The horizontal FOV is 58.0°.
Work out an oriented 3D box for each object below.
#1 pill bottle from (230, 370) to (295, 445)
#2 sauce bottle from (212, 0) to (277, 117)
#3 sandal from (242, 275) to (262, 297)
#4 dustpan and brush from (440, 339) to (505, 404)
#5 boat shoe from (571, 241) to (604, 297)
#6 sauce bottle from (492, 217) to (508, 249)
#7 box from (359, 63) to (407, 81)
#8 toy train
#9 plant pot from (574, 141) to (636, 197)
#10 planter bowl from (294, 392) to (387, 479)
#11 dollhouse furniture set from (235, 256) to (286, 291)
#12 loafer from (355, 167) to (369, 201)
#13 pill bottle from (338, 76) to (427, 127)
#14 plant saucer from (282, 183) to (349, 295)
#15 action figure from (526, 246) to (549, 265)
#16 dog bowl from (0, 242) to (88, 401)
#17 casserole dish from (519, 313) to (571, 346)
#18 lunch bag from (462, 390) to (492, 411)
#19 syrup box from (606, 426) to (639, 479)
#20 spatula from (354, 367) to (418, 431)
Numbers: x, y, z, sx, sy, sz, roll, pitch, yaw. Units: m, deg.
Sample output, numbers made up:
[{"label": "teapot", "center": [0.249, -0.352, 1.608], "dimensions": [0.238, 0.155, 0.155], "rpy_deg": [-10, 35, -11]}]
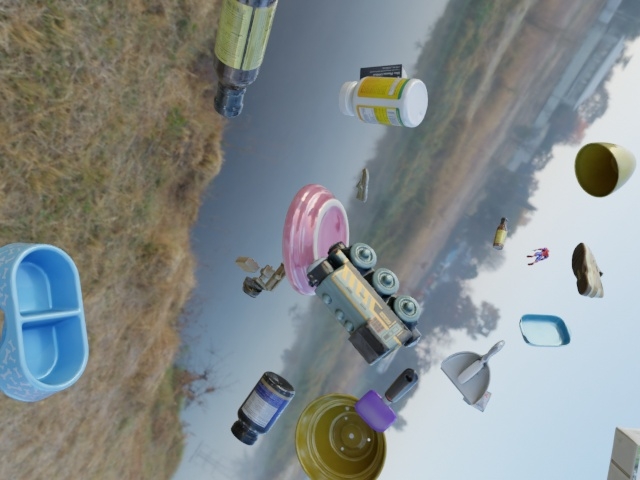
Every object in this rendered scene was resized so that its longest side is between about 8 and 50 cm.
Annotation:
[{"label": "pill bottle", "center": [-0.190, 0.542, 1.861], "dimensions": [0.219, 0.123, 0.123], "rpy_deg": [-55, 170, 2]}, {"label": "sauce bottle", "center": [-0.176, -0.416, 1.251], "dimensions": [0.111, 0.111, 0.344], "rpy_deg": [-52, 174, -40]}, {"label": "sandal", "center": [-0.242, 0.178, 2.073], "dimensions": [0.060, 0.090, 0.219], "rpy_deg": [-62, -175, 5]}, {"label": "dustpan and brush", "center": [0.441, 0.346, 1.609], "dimensions": [0.211, 0.147, 0.060], "rpy_deg": [-48, 154, 19]}, {"label": "boat shoe", "center": [0.760, 0.088, 1.631], "dimensions": [0.068, 0.072, 0.190], "rpy_deg": [110, -4, -51]}, {"label": "sauce bottle", "center": [0.677, -0.027, 2.161], "dimensions": [0.042, 0.042, 0.128], "rpy_deg": [94, 17, -68]}, {"label": "box", "center": [0.223, -0.534, 2.065], "dimensions": [0.093, 0.156, 0.158], "rpy_deg": [29, 62, -69]}, {"label": "toy train", "center": [0.109, 0.154, 1.473], "dimensions": [0.190, 0.334, 0.142], "rpy_deg": [-32, 167, -38]}, {"label": "plant pot", "center": [0.698, -0.179, 1.390], "dimensions": [0.095, 0.134, 0.134], "rpy_deg": [-15, 151, -18]}, {"label": "planter bowl", "center": [0.058, 0.450, 1.307], "dimensions": [0.217, 0.217, 0.090], "rpy_deg": [-62, 157, 5]}, {"label": "dollhouse furniture set", "center": [-0.185, 0.078, 1.957], "dimensions": [0.123, 0.151, 0.144], "rpy_deg": [-51, -161, -17]}, {"label": "loafer", "center": [0.180, -0.242, 2.504], "dimensions": [0.056, 0.050, 0.148], "rpy_deg": [-9, 104, -74]}, {"label": "pill bottle", "center": [0.153, -0.353, 1.462], "dimensions": [0.117, 0.208, 0.118], "rpy_deg": [-23, 119, -49]}, {"label": "plant saucer", "center": [0.000, 0.000, 1.710], "dimensions": [0.332, 0.084, 0.332], "rpy_deg": [-15, 106, -63]}, {"label": "action figure", "center": [0.635, 0.043, 1.679], "dimensions": [0.115, 0.038, 0.030], "rpy_deg": [-16, -175, -38]}, {"label": "dog bowl", "center": [-0.516, 0.144, 1.066], "dimensions": [0.166, 0.074, 0.297], "rpy_deg": [0, 80, -60]}, {"label": "casserole dish", "center": [0.723, 0.297, 1.876], "dimensions": [0.037, 0.188, 0.114], "rpy_deg": [114, -25, -51]}, {"label": "lunch bag", "center": [0.561, 0.562, 2.072], "dimensions": [0.071, 0.083, 0.053], "rpy_deg": [-56, 158, -22]}, {"label": "syrup box", "center": [0.732, 0.565, 1.339], "dimensions": [0.096, 0.093, 0.237], "rpy_deg": [-112, -153, -81]}, {"label": "spatula", "center": [0.135, 0.311, 1.134], "dimensions": [0.030, 0.084, 0.296], "rpy_deg": [-35, 162, -28]}]
